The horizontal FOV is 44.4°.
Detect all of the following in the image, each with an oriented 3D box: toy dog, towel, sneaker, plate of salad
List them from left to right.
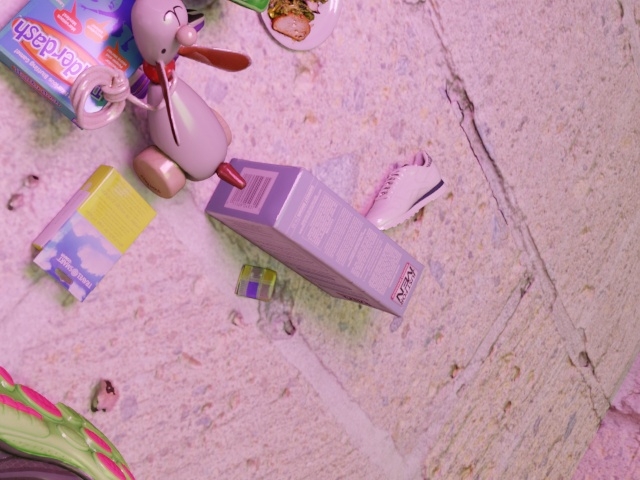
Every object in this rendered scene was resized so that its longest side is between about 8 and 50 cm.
[{"bbox_3d":[-0.420,0.338,1.108,0.202,0.185,0.483,-44,125,-5],"label":"sneaker"},{"bbox_3d":[-0.238,-0.284,1.187,0.170,0.068,0.071,-48,144,-13],"label":"sneaker"},{"bbox_3d":[-0.180,-0.176,1.110,0.220,0.161,0.333,-58,163,-10],"label":"toy dog"},{"bbox_3d":[-0.114,0.077,1.417,0.083,0.009,0.060,18,88,-45],"label":"towel"},{"bbox_3d":[-0.026,-0.430,1.350,0.200,0.048,0.199,-12,108,-41],"label":"plate of salad"},{"bbox_3d":[0.158,-0.095,1.596,0.235,0.090,0.094,-38,111,-35],"label":"sneaker"}]

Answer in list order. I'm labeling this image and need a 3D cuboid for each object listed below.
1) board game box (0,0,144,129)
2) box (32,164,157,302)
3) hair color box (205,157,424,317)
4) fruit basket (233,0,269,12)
[{"bbox_3d":[-0.320,-0.283,1.074,0.160,0.047,0.210,41,70,-21],"label":"board game box"},{"bbox_3d":[-0.337,-0.011,1.160,0.178,0.042,0.109,-54,130,-20],"label":"box"},{"bbox_3d":[0.000,0.000,1.384,0.374,0.185,0.113,37,74,-42],"label":"hair color box"},{"bbox_3d":[-0.089,-0.503,1.020,0.283,0.392,0.392,-9,108,-67],"label":"fruit basket"}]
